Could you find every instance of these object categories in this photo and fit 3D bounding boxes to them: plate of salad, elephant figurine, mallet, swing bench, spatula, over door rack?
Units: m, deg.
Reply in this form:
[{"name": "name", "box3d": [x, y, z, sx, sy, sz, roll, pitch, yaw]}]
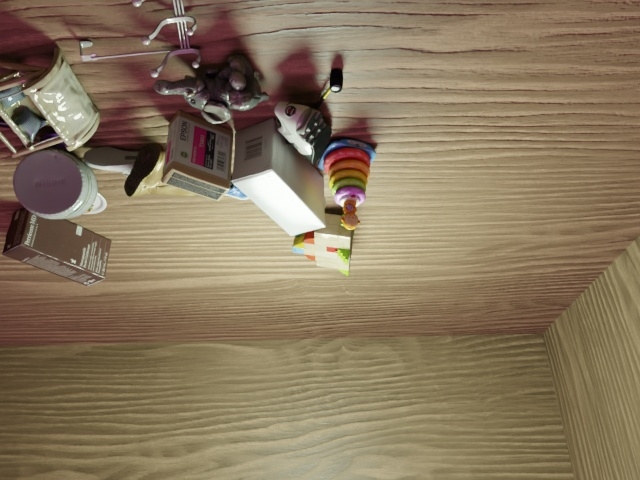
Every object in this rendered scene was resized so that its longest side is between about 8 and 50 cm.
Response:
[{"name": "plate of salad", "box3d": [-0.917, -0.145, 2.119, 0.199, 0.048, 0.200, 0, 151, 0]}, {"name": "elephant figurine", "box3d": [-0.300, -0.416, 1.563, 0.239, 0.169, 0.186, -12, 123, 19]}, {"name": "mallet", "box3d": [0.015, -0.438, 1.654, 0.039, 0.063, 0.189, 13, 163, -21]}, {"name": "swing bench", "box3d": [-0.801, -0.382, 1.579, 0.254, 0.165, 0.253, -4, 150, 5]}, {"name": "spatula", "box3d": [-0.940, -0.346, 1.772, 0.296, 0.030, 0.084, 15, 149, -27]}, {"name": "over door rack", "box3d": [-0.472, -0.529, 1.387, 0.323, 0.108, 0.240, 1, 150, -4]}]

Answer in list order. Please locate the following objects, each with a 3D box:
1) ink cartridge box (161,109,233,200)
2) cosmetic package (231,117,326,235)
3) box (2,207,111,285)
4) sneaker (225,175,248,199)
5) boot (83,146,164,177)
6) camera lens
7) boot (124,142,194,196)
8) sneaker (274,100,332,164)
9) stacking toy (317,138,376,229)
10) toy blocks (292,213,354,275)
[{"name": "ink cartridge box", "box3d": [-0.377, -0.263, 1.739, 0.193, 0.235, 0.088, 17, 146, -31]}, {"name": "cosmetic package", "box3d": [-0.128, -0.201, 1.885, 0.156, 0.217, 0.385, -14, 146, 21]}, {"name": "box", "box3d": [-1.058, 0.026, 2.277, 0.143, 0.191, 0.381, -21, 147, 30]}, {"name": "sneaker", "box3d": [-0.309, -0.195, 2.042, 0.152, 0.058, 0.085, 10, 158, -7]}, {"name": "boot", "box3d": [-0.662, -0.242, 1.903, 0.258, 0.095, 0.123, 3, 144, -10]}, {"name": "camera lens", "box3d": [-0.849, -0.178, 1.808, 0.219, 0.220, 0.274, 7, -179, -15]}, {"name": "boot", "box3d": [-0.493, -0.232, 1.871, 0.236, 0.089, 0.269, -40, 161, 34]}, {"name": "sneaker", "box3d": [-0.058, -0.346, 1.740, 0.146, 0.123, 0.330, 29, 172, 14]}, {"name": "stacking toy", "box3d": [0.093, -0.170, 1.854, 0.175, 0.302, 0.166, 11, 149, -19]}, {"name": "toy blocks", "box3d": [0.000, 0.000, 2.323, 0.260, 0.191, 0.381, 8, 151, 7]}]
